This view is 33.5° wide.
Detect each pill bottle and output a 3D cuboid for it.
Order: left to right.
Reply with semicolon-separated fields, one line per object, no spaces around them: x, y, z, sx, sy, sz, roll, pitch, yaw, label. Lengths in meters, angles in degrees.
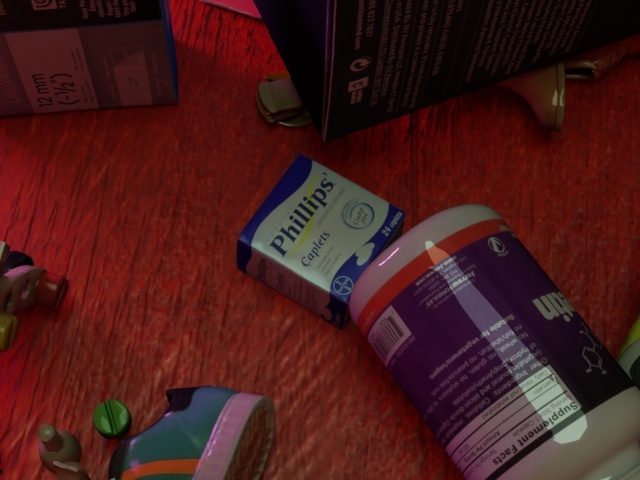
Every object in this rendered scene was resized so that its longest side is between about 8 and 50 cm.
0.181;0.134;1.012;0.182;0.181;0.323;-30;70;-16;pill bottle

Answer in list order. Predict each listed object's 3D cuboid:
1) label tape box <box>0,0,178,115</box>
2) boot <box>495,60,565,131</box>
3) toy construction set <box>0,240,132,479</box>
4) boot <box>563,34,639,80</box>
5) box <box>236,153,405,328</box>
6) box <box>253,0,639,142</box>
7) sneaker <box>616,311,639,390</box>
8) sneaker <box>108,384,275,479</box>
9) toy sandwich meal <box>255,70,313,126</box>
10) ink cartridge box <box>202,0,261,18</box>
-0.335;-0.240;1.131;0.348;0.249;0.115;-7;65;-6;label tape box
0.195;-0.198;1.239;0.153;0.073;0.197;-9;58;-4;boot
-0.317;0.108;0.972;0.309;0.237;0.257;38;68;14;toy construction set
0.347;-0.225;1.265;0.158;0.059;0.084;2;67;8;boot
0.000;0.000;1.129;0.137;0.072;0.126;29;66;12;box
0.129;-0.432;1.147;0.472;0.297;0.479;-20;66;-10;box
0.410;0.018;1.123;0.147;0.145;0.384;29;62;34;sneaker
-0.151;0.255;0.970;0.121;0.108;0.302;8;42;22;sneaker
-0.034;-0.168;1.232;0.086;0.029;0.085;1;64;-2;toy sandwich meal
0.017;-0.385;1.320;0.261;0.066;0.296;19;65;6;ink cartridge box
